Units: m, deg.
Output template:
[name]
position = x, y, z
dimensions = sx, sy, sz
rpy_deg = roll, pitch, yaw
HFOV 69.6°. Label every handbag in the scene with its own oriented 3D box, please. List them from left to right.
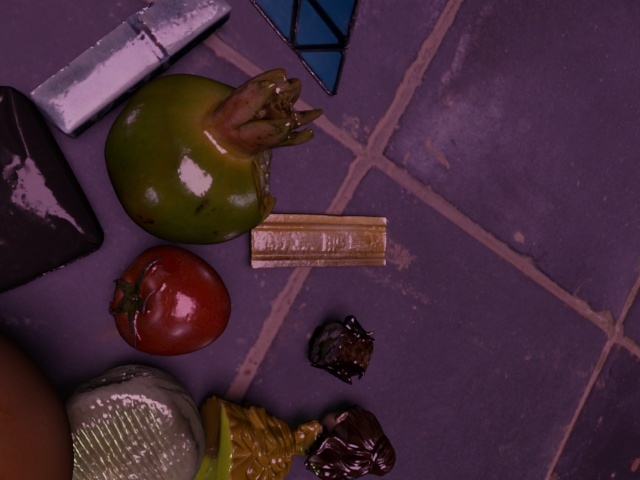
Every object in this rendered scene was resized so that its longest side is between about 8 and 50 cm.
[handbag]
position = -0.434, -0.054, 0.586
dimensions = 0.223, 0.080, 0.247
rpy_deg = -27, 104, -17

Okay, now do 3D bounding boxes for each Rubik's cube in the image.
[Rubik's cube]
position = 0.004, -0.408, 0.692
dimensions = 0.228, 0.233, 0.228
rpy_deg = -36, 156, 21

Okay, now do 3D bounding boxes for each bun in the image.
[bun]
position = -0.276, 0.281, 0.673
dimensions = 0.221, 0.108, 0.221
rpy_deg = -3, 102, -13

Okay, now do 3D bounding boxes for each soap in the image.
[soap]
position = 0.000, 0.000, 0.792
dimensions = 0.251, 0.037, 0.092
rpy_deg = 1, 94, -22

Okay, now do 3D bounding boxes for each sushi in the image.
[sushi]
position = 0.037, 0.187, 0.798
dimensions = 0.084, 0.094, 0.098
rpy_deg = 37, 66, -25

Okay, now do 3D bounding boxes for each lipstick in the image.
[lipstick]
position = -0.258, -0.256, 0.637
dimensions = 0.289, 0.077, 0.076
rpy_deg = -42, 110, -12

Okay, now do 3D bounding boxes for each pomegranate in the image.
[pomegranate]
position = -0.137, -0.115, 0.588
dimensions = 0.235, 0.301, 0.236
rpy_deg = 14, 67, -37

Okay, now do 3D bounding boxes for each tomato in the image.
[tomato]
position = -0.206, 0.088, 0.662
dimensions = 0.167, 0.167, 0.167
rpy_deg = -2, 97, -22

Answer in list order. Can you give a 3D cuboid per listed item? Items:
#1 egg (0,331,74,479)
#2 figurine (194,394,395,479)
[egg]
position = -0.447, 0.218, 0.471
dimensions = 0.373, 0.301, 0.301
rpy_deg = 32, 83, 0
[figurine]
position = -0.034, 0.341, 0.772
dimensions = 0.315, 0.168, 0.188
rpy_deg = 6, 83, -32
